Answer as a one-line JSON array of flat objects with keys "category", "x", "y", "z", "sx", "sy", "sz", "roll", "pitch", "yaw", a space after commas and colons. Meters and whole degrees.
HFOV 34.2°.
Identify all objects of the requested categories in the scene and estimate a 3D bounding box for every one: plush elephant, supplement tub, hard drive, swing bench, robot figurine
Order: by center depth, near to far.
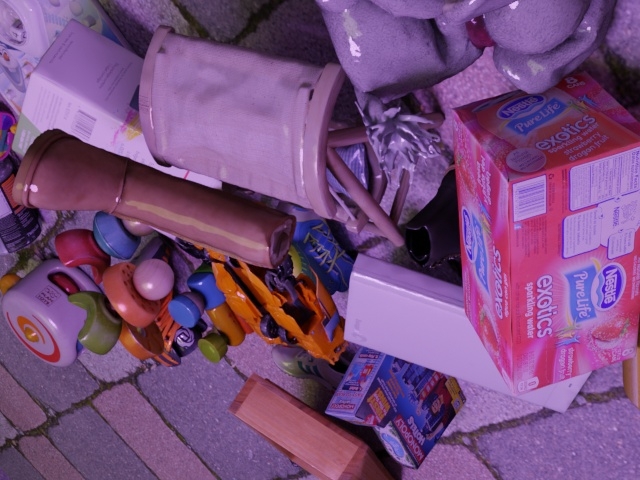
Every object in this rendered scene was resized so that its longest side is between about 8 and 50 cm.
[{"category": "plush elephant", "x": 0.128, "y": -0.243, "z": 0.952, "sx": 0.272, "sy": 0.255, "sz": 0.330, "roll": 32, "pitch": -141, "yaw": -71}, {"category": "swing bench", "x": -0.041, "y": -0.117, "z": 1.187, "sx": 0.253, "sy": 0.255, "sz": 0.165, "roll": 19, "pitch": 93, "yaw": 33}, {"category": "hard drive", "x": 0.184, "y": 0.122, "z": 1.319, "sx": 0.308, "sy": 0.040, "sz": 0.203, "roll": 18, "pitch": 152, "yaw": 8}, {"category": "robot figurine", "x": -0.079, "y": 0.045, "z": 1.406, "sx": 0.211, "sy": 0.085, "sz": 0.291, "roll": 11, "pitch": 144, "yaw": 43}, {"category": "supplement tub", "x": -0.605, "y": -0.078, "z": 1.933, "sx": 0.117, "sy": 0.117, "sz": 0.190, "roll": 12, "pitch": 133, "yaw": 37}]

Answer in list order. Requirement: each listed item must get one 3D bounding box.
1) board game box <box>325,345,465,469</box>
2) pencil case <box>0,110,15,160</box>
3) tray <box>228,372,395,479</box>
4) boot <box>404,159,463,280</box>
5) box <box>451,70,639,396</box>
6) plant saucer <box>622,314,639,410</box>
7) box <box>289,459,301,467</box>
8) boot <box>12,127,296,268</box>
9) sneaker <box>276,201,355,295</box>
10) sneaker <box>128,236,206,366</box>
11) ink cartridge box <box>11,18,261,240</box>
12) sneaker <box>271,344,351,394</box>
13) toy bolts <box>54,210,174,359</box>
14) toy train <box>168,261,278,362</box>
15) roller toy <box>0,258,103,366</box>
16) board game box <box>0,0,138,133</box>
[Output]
[{"category": "board game box", "x": 0.100, "y": 0.216, "z": 1.463, "sx": 0.060, "sy": 0.194, "sz": 0.194, "roll": -3, "pitch": 123, "yaw": 46}, {"category": "pencil case", "x": -0.648, "y": -0.213, "z": 1.861, "sx": 0.236, "sy": 0.104, "sz": 0.104, "roll": 23, "pitch": 139, "yaw": 31}, {"category": "tray", "x": 0.005, "y": 0.333, "z": 1.645, "sx": 0.203, "sy": 0.076, "sz": 0.411, "roll": 29, "pitch": 168, "yaw": 20}, {"category": "boot", "x": 0.154, "y": 0.015, "z": 1.256, "sx": 0.077, "sy": 0.137, "sz": 0.197, "roll": 11, "pitch": 134, "yaw": 38}, {"category": "box", "x": 0.238, "y": -0.003, "z": 1.084, "sx": 0.142, "sy": 0.154, "sz": 0.300, "roll": -115, "pitch": 10, "yaw": -49}, {"category": "plant saucer", "x": 0.461, "y": 0.113, "z": 1.101, "sx": 0.333, "sy": 0.081, "sz": 0.332, "roll": 16, "pitch": 136, "yaw": 34}, {"category": "box", "x": -0.034, "y": 0.391, "z": 1.924, "sx": 0.083, "sy": 0.018, "sz": 0.067, "roll": -8, "pitch": 120, "yaw": 48}, {"category": "boot", "x": -0.174, "y": -0.042, "z": 1.163, "sx": 0.270, "sy": 0.236, "sz": 0.089, "roll": 20, "pitch": 101, "yaw": 8}, {"category": "sneaker", "x": 0.000, "y": 0.000, "z": 1.451, "sx": 0.126, "sy": 0.091, "sz": 0.240, "roll": 24, "pitch": 150, "yaw": 9}, {"category": "sneaker", "x": -0.270, "y": 0.112, "z": 1.810, "sx": 0.180, "sy": 0.124, "sz": 0.321, "roll": 40, "pitch": 155, "yaw": -1}, {"category": "ink cartridge box", "x": -0.239, "y": -0.131, "z": 1.472, "sx": 0.353, "sy": 0.119, "sz": 0.207, "roll": 30, "pitch": 146, "yaw": -8}, {"category": "sneaker", "x": -0.001, "y": 0.191, "z": 1.660, "sx": 0.161, "sy": 0.057, "sz": 0.075, "roll": 25, "pitch": 134, "yaw": 16}, {"category": "toy bolts", "x": -0.277, "y": 0.051, "z": 1.587, "sx": 0.218, "sy": 0.158, "sz": 0.228, "roll": 36, "pitch": -155, "yaw": -57}, {"category": "toy train", "x": -0.136, "y": 0.146, "z": 1.669, "sx": 0.105, "sy": 0.143, "sz": 0.248, "roll": -3, "pitch": 124, "yaw": 47}, {"category": "roller toy", "x": -0.526, "y": 0.145, "z": 2.053, "sx": 0.191, "sy": 0.146, "sz": 0.209, "roll": 1, "pitch": 126, "yaw": 44}, {"category": "board game box", "x": -0.481, "y": -0.337, "z": 1.606, "sx": 0.390, "sy": 0.050, "sz": 0.390, "roll": 53, "pitch": 144, "yaw": -13}]
